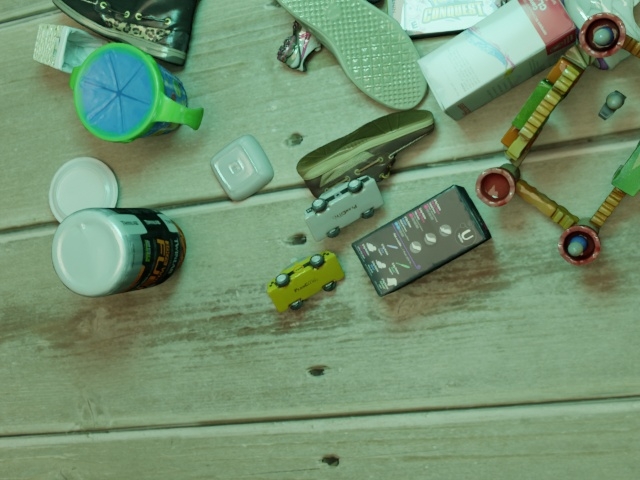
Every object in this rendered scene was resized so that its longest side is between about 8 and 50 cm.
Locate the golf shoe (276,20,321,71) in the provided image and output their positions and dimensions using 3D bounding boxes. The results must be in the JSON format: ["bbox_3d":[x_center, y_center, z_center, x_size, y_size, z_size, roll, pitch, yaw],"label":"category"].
[{"bbox_3d":[-0.030,-0.500,1.888,0.086,0.067,0.186,28,94,-21],"label":"golf shoe"}]

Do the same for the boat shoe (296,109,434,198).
[{"bbox_3d":[0.118,-0.196,1.836,0.342,0.123,0.123,-24,116,9],"label":"boat shoe"}]

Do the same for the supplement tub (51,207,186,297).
[{"bbox_3d":[-0.473,0.022,1.897,0.207,0.338,0.207,1,93,17],"label":"supplement tub"}]

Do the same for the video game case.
[{"bbox_3d":[0.285,-0.598,1.793,0.275,0.035,0.248,-2,92,17],"label":"video game case"}]

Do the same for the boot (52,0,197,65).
[{"bbox_3d":[-0.466,-0.635,1.970,0.377,0.138,0.284,27,101,11],"label":"boot"}]

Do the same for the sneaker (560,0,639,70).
[{"bbox_3d":[0.587,-0.522,1.676,0.152,0.114,0.305,-32,91,9],"label":"sneaker"}]

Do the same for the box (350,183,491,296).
[{"bbox_3d":[0.232,0.001,1.768,0.270,0.165,0.143,-31,83,17],"label":"box"}]

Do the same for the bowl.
[{"bbox_3d":[-0.203,-0.182,1.954,0.142,0.053,0.142,-32,84,14],"label":"bowl"}]

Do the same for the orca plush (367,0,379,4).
[{"bbox_3d":[0.042,-0.670,1.830,0.287,0.151,0.102,50,145,-11],"label":"orca plush"}]

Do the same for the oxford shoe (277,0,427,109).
[{"bbox_3d":[0.073,-0.481,1.800,0.449,0.130,0.169,40,103,-10],"label":"oxford shoe"}]

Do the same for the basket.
[{"bbox_3d":[-0.647,-0.489,2.022,0.103,0.167,0.113,17,97,22],"label":"basket"}]

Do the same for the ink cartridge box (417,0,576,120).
[{"bbox_3d":[0.381,-0.397,1.673,0.306,0.226,0.131,-29,84,16],"label":"ink cartridge box"}]

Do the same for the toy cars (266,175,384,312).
[{"bbox_3d":[0.000,0.000,1.856,0.393,0.176,0.087,-62,34,21],"label":"toy cars"}]

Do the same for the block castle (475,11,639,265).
[{"bbox_3d":[0.550,-0.206,1.585,0.303,0.213,0.453,37,118,11],"label":"block castle"}]

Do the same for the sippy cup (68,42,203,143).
[{"bbox_3d":[-0.448,-0.352,1.932,0.240,0.224,0.305,-36,82,16],"label":"sippy cup"}]

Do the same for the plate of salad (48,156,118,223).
[{"bbox_3d":[-0.633,-0.124,2.093,0.200,0.048,0.200,-1,85,10],"label":"plate of salad"}]
